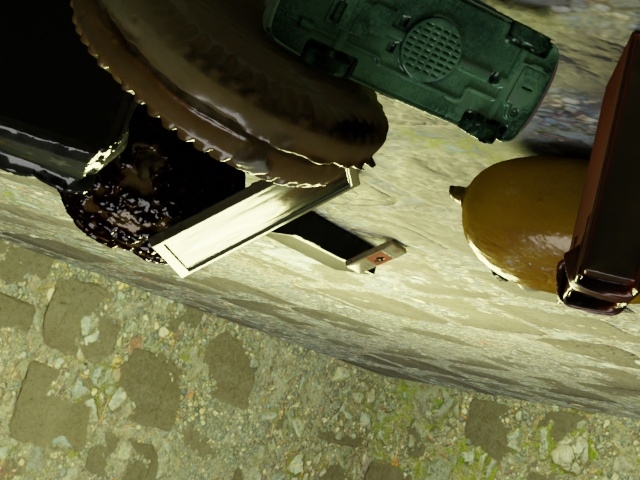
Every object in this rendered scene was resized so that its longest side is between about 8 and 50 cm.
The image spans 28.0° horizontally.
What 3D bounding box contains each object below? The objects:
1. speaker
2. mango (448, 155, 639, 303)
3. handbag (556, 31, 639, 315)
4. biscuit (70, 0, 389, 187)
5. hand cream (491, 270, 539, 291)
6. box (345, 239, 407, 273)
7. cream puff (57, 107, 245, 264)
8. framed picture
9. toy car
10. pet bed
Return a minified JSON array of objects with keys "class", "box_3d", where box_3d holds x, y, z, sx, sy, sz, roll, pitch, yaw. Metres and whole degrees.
[{"class":"speaker","box_3d":[0.000,0.000,1.943,0.082,0.044,0.218,7,167,38]},{"class":"mango","box_3d":[0.273,-0.004,1.265,0.317,0.119,0.176,16,151,24]},{"class":"handbag","box_3d":[0.224,-0.043,0.956,0.063,0.190,0.127,13,170,6]},{"class":"biscuit","box_3d":[-0.062,-0.131,0.939,0.259,0.079,0.259,32,-158,-15]},{"class":"hand cream","box_3d":[0.357,0.023,1.520,0.336,0.076,0.121,-1,167,39]},{"class":"box","box_3d":[0.083,0.025,1.930,0.083,0.012,0.046,-24,151,23]},{"class":"cream puff","box_3d":[-0.209,-0.065,1.559,0.239,0.164,0.239,17,170,3]},{"class":"framed picture","box_3d":[-0.069,-0.036,1.476,0.250,0.016,0.184,-28,167,-3]},{"class":"toy car","box_3d":[0.066,-0.147,0.925,0.224,0.090,0.076,20,-164,-26]},{"class":"pet bed","box_3d":[-0.257,-0.152,1.104,0.211,0.183,0.159,18,167,-14]}]
